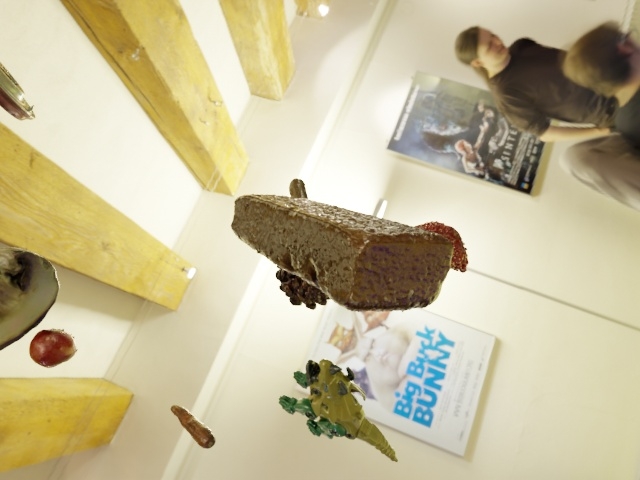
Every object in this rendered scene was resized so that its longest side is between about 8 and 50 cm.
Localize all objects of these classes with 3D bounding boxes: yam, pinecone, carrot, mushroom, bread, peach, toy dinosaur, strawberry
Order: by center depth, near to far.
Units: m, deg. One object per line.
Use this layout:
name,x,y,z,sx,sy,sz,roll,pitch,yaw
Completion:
bread,0.000,0.000,0.689,0.417,0.165,0.113,24,107,57
toy dinosaur,0.038,0.303,0.755,0.153,0.259,0.094,-20,23,43
carrot,-0.268,0.382,0.895,0.036,0.165,0.035,-13,-71,-42
peach,-0.618,0.245,0.993,0.061,0.098,0.098,-28,35,63
mushroom,-0.773,0.132,1.022,0.266,0.164,0.189,-66,-28,-9
strawberry,0.291,0.010,1.030,0.087,0.167,0.208,-51,-16,19
yam,-0.061,-0.087,1.290,0.061,0.061,0.252,99,167,-47
pinecone,-0.040,0.101,1.348,0.221,0.222,0.221,20,-90,-80

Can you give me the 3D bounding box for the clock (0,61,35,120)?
clock,-0.794,-0.402,1.052,0.056,0.244,0.244,-39,-17,-10
